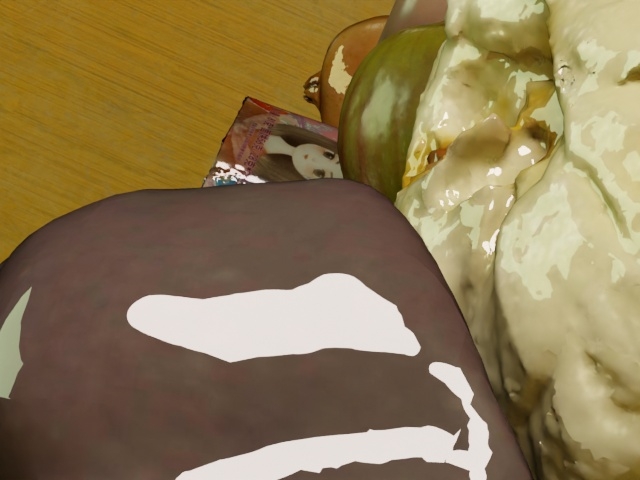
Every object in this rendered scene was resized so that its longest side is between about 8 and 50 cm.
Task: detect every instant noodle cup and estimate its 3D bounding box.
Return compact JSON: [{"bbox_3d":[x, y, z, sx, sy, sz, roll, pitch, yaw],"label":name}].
[{"bbox_3d":[0.000,0.000,1.331,0.243,0.231,0.243,-156,90,-88],"label":"instant noodle cup"}]

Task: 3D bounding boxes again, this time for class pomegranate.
[{"bbox_3d":[0.090,-0.174,1.833,0.209,0.209,0.209,-156,90,-89],"label":"pomegranate"}]

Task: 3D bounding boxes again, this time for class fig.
[{"bbox_3d":[0.079,-0.022,0.743,0.142,0.148,0.186,51,-150,-79],"label":"fig"}]

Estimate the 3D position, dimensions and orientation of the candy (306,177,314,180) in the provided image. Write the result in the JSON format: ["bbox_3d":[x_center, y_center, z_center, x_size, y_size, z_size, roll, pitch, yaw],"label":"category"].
[{"bbox_3d":[0.031,0.027,1.169,0.092,0.160,0.073,-60,3,-15],"label":"candy"}]

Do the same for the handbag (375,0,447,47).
[{"bbox_3d":[0.135,-0.182,0.992,0.302,0.149,0.283,110,-178,-78],"label":"handbag"}]

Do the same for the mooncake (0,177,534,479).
[{"bbox_3d":[-0.020,0.104,0.386,0.245,0.133,0.245,176,90,-78],"label":"mooncake"}]

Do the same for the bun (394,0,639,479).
[{"bbox_3d":[0.083,-0.020,0.433,0.222,0.127,0.222,-63,0,0],"label":"bun"}]
